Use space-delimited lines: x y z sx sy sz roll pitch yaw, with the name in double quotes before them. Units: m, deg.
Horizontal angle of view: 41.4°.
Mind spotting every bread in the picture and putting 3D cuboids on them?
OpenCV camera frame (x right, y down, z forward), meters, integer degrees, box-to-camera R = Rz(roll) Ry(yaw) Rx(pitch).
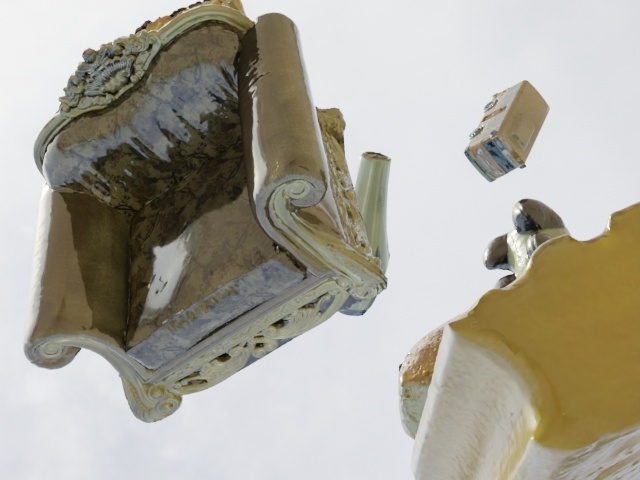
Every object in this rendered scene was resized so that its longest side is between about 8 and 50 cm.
"bread" 0.293 0.293 1.802 0.279 0.225 0.250 -14 -156 20

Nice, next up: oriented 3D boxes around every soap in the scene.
"soap" 0.239 0.124 0.734 0.293 0.335 0.156 -25 -120 -18

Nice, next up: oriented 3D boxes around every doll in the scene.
"doll" 0.360 0.042 1.382 0.135 0.143 0.234 19 -144 -13

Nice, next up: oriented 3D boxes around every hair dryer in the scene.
"hair dryer" 0.029 -0.028 1.490 0.298 0.296 0.119 22 -176 -41

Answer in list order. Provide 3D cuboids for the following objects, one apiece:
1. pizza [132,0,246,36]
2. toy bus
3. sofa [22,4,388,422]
"pizza" -0.137 -0.191 0.888 0.131 0.178 0.041 21 -141 -21
"toy bus" 0.343 -0.200 1.542 0.091 0.103 0.182 46 -128 -17
"sofa" -0.101 -0.024 0.605 0.182 0.258 0.200 40 -152 -41
